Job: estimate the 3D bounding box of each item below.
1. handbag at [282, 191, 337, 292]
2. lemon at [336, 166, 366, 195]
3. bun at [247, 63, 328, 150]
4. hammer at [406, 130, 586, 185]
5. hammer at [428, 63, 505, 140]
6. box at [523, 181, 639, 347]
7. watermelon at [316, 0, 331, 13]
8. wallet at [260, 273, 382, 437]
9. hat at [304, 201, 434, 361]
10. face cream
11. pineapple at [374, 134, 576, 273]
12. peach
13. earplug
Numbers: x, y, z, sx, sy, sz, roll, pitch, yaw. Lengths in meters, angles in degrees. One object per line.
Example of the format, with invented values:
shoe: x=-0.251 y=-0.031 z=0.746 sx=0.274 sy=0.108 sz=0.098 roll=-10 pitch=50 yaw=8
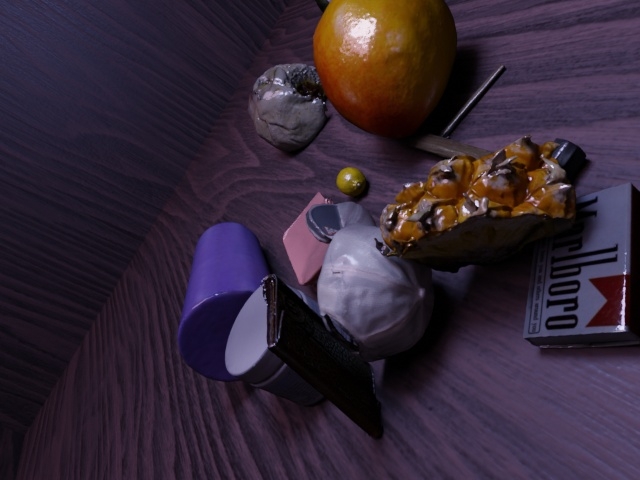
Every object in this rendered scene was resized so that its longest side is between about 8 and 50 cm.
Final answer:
handbag: x=0.000 y=0.000 z=1.039 sx=0.157 sy=0.059 sz=0.212 roll=-52 pitch=30 yaw=14
lemon: x=0.067 y=-0.126 z=1.053 sx=0.062 sy=0.062 sz=0.083 roll=-57 pitch=27 yaw=1
bun: x=-0.110 y=-0.414 z=1.483 sx=0.281 sy=0.204 sz=0.282 roll=-42 pitch=31 yaw=32
hammer: x=0.242 y=-0.131 z=0.786 sx=0.111 sy=0.043 sz=0.365 roll=-56 pitch=29 yaw=6
hammer: x=0.269 y=-0.244 z=0.893 sx=0.182 sy=0.017 sz=0.062 roll=-49 pitch=29 yaw=15
box: x=0.295 y=0.029 z=0.549 sx=0.115 sy=0.035 sz=0.178 roll=-20 pitch=46 yaw=53
watermelon: x=0.136 y=-0.718 z=1.253 sx=0.363 sy=0.363 sz=0.364 roll=-39 pitch=33 yaw=32
wallet: x=0.008 y=0.158 z=0.670 sx=0.039 sy=0.243 sz=0.133 roll=-32 pitch=32 yaw=16
hat: x=0.084 y=0.047 z=0.745 sx=0.160 sy=0.232 sz=0.275 roll=-16 pitch=28 yaw=10
face cream: x=-0.055 y=0.178 z=0.849 sx=0.177 sy=0.152 sz=0.177 roll=-40 pitch=31 yaw=30
pineapple: x=0.189 y=-0.032 z=0.615 sx=0.236 sy=0.186 sz=0.115 roll=-17 pitch=57 yaw=26
peach: x=0.117 y=-0.351 z=0.948 sx=0.288 sy=0.289 sz=0.308 roll=-8 pitch=51 yaw=56
earplug: x=-0.209 y=0.096 z=1.137 sx=0.215 sy=0.215 sz=0.456 roll=-51 pitch=25 yaw=13
